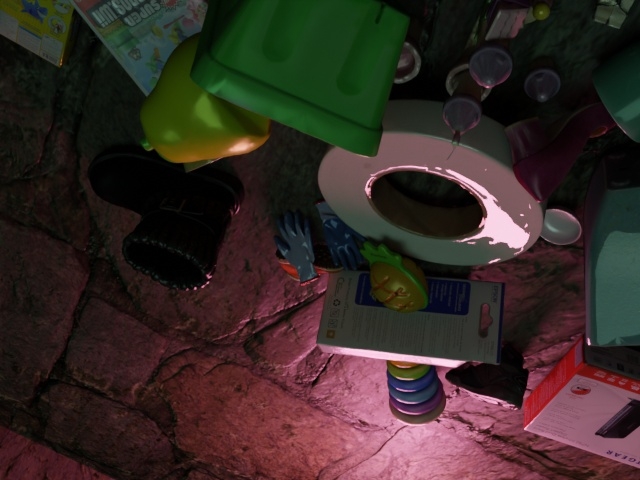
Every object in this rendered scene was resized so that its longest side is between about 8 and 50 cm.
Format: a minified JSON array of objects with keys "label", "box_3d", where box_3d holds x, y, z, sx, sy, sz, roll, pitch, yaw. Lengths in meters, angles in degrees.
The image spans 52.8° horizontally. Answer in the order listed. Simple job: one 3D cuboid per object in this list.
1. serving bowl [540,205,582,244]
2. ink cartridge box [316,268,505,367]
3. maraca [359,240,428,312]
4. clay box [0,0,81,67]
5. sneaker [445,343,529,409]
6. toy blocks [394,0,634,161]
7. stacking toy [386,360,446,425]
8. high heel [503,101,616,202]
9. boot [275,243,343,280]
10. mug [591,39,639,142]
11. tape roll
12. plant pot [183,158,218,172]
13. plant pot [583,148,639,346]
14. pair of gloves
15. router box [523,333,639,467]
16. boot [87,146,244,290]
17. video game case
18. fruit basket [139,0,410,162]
[{"label":"serving bowl","box_3d":[0.432,-0.032,1.166,0.083,0.027,0.083,24,143,19]},{"label":"ink cartridge box","box_3d":[0.186,0.159,1.334,0.370,0.176,0.069,3,153,18]},{"label":"maraca","box_3d":[0.144,0.070,1.255,0.127,0.099,0.186,6,140,48]},{"label":"clay box","box_3d":[-0.468,-0.419,1.093,0.127,0.053,0.222,29,133,-10]},{"label":"sneaker","box_3d":[0.389,0.304,1.485,0.087,0.130,0.227,34,162,-21]},{"label":"toy blocks","box_3d":[0.248,-0.277,0.834,0.308,0.260,0.289,20,135,0]},{"label":"stacking toy","box_3d":[0.201,0.269,1.490,0.141,0.141,0.330,-2,125,21]},{"label":"high heel","box_3d":[0.377,-0.133,0.950,0.082,0.244,0.117,-27,80,56]},{"label":"boot","box_3d":[-0.013,0.055,1.396,0.157,0.059,0.085,7,138,24]},{"label":"mug","box_3d":[0.473,-0.216,0.919,0.157,0.130,0.097,8,148,-42]},{"label":"tape roll","box_3d":[0.185,-0.084,1.098,0.391,0.072,0.392,17,154,9]},{"label":"plant pot","box_3d":[-0.204,-0.194,1.180,0.134,0.134,0.095,-17,103,31]},{"label":"plant pot","box_3d":[0.536,-0.010,1.020,0.247,0.248,0.252,-7,117,24]},{"label":"pair of gloves","box_3d":[0.000,0.000,1.314,0.198,0.023,0.159,-20,95,27]},{"label":"router box","box_3d":[0.676,0.373,1.442,0.335,0.082,0.301,18,136,2]},{"label":"boot","box_3d":[-0.337,-0.049,1.257,0.347,0.260,0.131,10,135,10]},{"label":"video game case","box_3d":[-0.262,-0.348,1.053,0.204,0.025,0.285,-21,125,25]},{"label":"fruit basket","box_3d":[-0.074,-0.228,0.891,0.282,0.392,0.392,20,137,-18]}]
